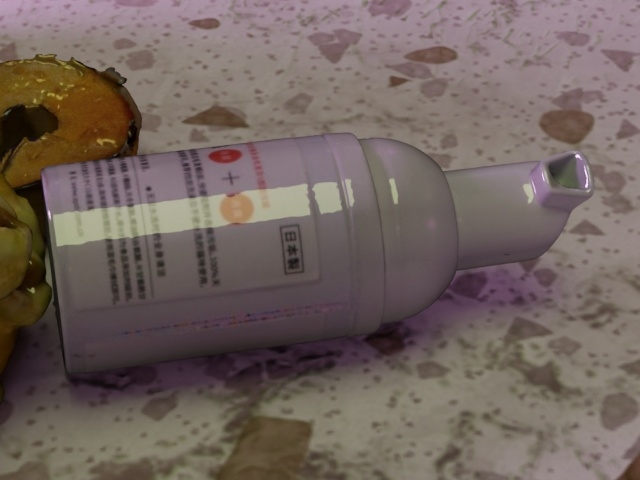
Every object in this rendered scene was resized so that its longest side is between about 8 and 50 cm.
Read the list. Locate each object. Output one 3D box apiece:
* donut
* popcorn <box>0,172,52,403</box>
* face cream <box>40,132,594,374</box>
[{"bbox_3d":[-0.205,-0.074,1.368,0.146,0.078,0.181,-20,40,-23],"label":"donut"},{"bbox_3d":[-0.277,0.019,1.161,0.200,0.203,0.226,24,53,23],"label":"popcorn"},{"bbox_3d":[0.000,0.000,1.238,0.370,0.145,0.145,-6,43,-9],"label":"face cream"}]
